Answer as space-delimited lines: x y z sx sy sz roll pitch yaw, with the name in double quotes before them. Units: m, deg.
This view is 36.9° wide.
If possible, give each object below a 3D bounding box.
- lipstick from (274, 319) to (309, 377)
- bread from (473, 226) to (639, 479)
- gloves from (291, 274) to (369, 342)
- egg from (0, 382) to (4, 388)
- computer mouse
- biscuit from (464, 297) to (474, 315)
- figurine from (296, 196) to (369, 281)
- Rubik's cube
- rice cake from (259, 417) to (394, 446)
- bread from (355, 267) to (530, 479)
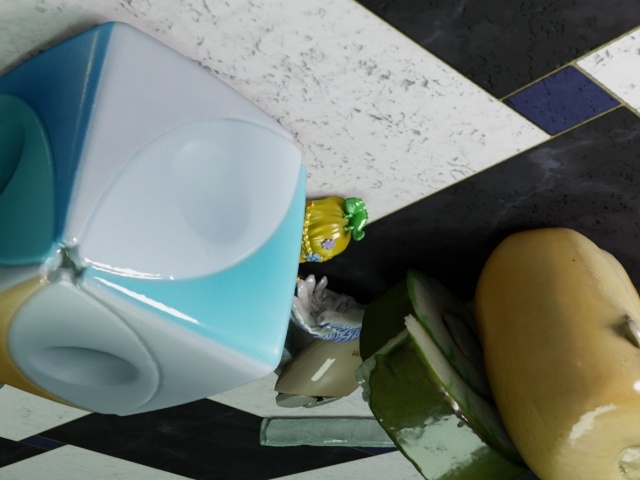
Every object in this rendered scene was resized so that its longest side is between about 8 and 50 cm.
"lipstick" -0.052 0.235 1.875 0.068 0.066 0.317 -6 150 16
"bread" 0.374 0.183 1.391 0.253 0.376 0.348 -30 134 19
"gloves" 0.028 0.125 1.617 0.229 0.097 0.119 27 -178 -39
"egg" -0.605 0.107 1.447 0.345 0.345 0.428 13 154 -13
"computer mouse" 0.015 0.242 1.770 0.145 0.082 0.236 10 135 -39
"biscuit" 0.314 0.128 1.652 0.250 0.032 0.133 -21 141 41
"figurine" 0.000 0.000 1.386 0.156 0.114 0.095 -12 157 25
"Rubik's cube" -0.252 -0.008 1.164 0.347 0.351 0.352 -18 141 35
"rice cake" 0.016 0.455 2.270 0.336 0.066 0.063 -1 151 13
"bread" 0.182 0.217 1.481 0.129 0.366 0.382 -38 149 20
